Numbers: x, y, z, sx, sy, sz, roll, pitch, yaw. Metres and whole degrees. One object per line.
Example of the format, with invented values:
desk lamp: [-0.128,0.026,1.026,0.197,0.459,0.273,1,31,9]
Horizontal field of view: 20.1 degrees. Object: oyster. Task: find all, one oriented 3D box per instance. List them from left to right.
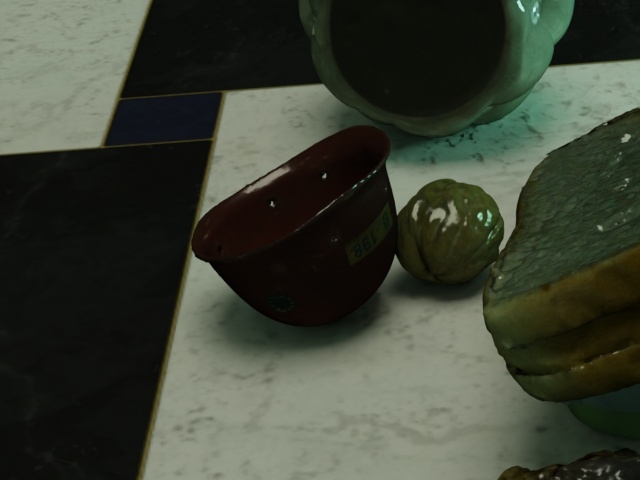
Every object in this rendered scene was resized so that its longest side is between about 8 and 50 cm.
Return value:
oyster: [0.176,0.155,1.099,0.148,0.051,0.103,-7,20,20]

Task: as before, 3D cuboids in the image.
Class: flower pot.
flower pot: [0.100,-0.213,1.586,0.246,0.246,0.195,1,23,14]

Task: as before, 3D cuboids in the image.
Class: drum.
drum: [0.213,0.054,1.272,0.130,0.049,0.253,-9,26,0]

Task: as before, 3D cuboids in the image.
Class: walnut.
walnut: [0.097,-0.006,1.374,0.092,0.092,0.092,-5,29,3]

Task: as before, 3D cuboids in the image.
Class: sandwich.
sandwich: [0.246,-0.020,1.172,0.271,0.099,0.301,-18,18,21]

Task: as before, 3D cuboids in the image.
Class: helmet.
helmet: [0.000,0.000,1.348,0.155,0.106,0.175,-12,30,38]
